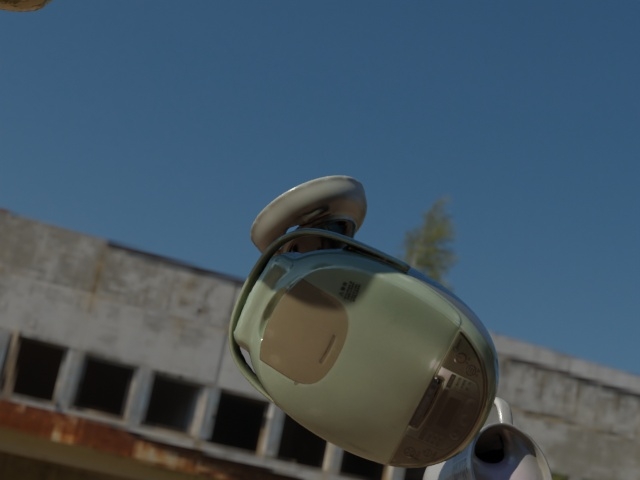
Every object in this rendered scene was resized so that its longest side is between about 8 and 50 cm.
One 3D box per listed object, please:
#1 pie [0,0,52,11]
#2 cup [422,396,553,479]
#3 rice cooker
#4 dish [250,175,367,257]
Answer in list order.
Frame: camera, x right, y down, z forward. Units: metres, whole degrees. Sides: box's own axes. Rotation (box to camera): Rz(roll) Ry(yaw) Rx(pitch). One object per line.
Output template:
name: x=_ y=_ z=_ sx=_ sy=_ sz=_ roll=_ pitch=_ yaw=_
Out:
pie: x=-0.326 y=-0.310 z=1.298 sx=0.185 sy=0.218 sz=0.052 roll=11 pitch=-49 yaw=-41
cup: x=0.189 y=0.296 z=1.636 sx=0.134 sy=0.173 sz=0.142 roll=-9 pitch=-19 yaw=-40
rice cooker: x=0.036 y=0.081 z=0.970 sx=0.206 sy=0.145 sz=0.127 roll=30 pitch=11 yaw=18
dish: x=0.000 y=0.000 z=1.445 sx=0.141 sy=0.078 sz=0.141 roll=-20 pitch=-27 yaw=-11
